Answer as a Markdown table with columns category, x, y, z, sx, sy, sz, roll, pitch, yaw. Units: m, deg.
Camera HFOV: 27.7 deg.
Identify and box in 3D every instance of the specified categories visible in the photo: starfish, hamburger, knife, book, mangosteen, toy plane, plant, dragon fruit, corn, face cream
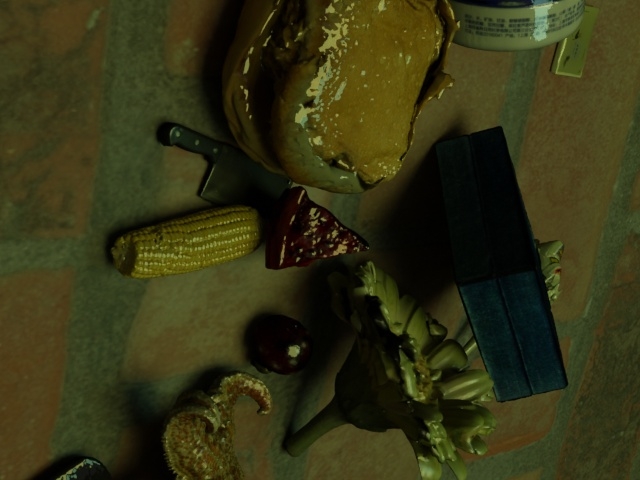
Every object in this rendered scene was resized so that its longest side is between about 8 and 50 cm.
| category | x | y | z | sx | sy | sz | roll | pitch | yaw |
| --- | --- | --- | --- | --- | --- | --- | --- | --- | --- |
| starfish | -0.147 | 0.300 | 1.557 | 0.312 | 0.113 | 0.303 | -18 | 118 | -62 |
| hamburger | 0.022 | -0.200 | 1.495 | 0.319 | 0.158 | 0.318 | -24 | 124 | -41 |
| knife | -0.110 | -0.076 | 1.516 | 0.245 | 0.019 | 0.072 | 23 | 91 | -53 |
| book | 0.390 | -0.306 | 1.984 | 0.077 | 0.014 | 0.111 | 0 | 107 | -49 |
| mangosteen | -0.049 | 0.135 | 1.640 | 0.081 | 0.081 | 0.081 | -24 | 125 | -40 |
| toy plane | 0.283 | 0.108 | 2.001 | 0.286 | 0.108 | 0.092 | -44 | 139 | -9 |
| plant | 0.067 | 0.164 | 1.681 | 0.306 | 0.297 | 0.261 | -81 | 158 | -53 |
| dragon fruit | -0.006 | -0.019 | 1.567 | 0.192 | 0.122 | 0.092 | 27 | 52 | -85 |
| corn | -0.144 | 0.001 | 1.475 | 0.206 | 0.067 | 0.067 | -14 | 118 | -44 |
| face cream | 0.234 | -0.321 | 1.645 | 0.206 | 0.206 | 0.111 | -34 | 135 | -35 |

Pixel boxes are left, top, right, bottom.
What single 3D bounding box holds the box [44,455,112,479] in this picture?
| category | x | y | z | sx | sy | sz | roll | pitch | yaw |
| --- | --- | --- | --- | --- | --- | --- | --- | --- | --- |
| box | -0.308 | 0.366 | 1.482 | 0.201 | 0.042 | 0.212 | -36 | 131 | -33 |

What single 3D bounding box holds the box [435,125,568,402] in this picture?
| category | x | y | z | sx | sy | sz | roll | pitch | yaw |
| --- | --- | --- | --- | --- | --- | --- | --- | --- | --- |
| box | 0.247 | 0.033 | 1.792 | 0.279 | 0.116 | 0.261 | -92 | 163 | -45 |
